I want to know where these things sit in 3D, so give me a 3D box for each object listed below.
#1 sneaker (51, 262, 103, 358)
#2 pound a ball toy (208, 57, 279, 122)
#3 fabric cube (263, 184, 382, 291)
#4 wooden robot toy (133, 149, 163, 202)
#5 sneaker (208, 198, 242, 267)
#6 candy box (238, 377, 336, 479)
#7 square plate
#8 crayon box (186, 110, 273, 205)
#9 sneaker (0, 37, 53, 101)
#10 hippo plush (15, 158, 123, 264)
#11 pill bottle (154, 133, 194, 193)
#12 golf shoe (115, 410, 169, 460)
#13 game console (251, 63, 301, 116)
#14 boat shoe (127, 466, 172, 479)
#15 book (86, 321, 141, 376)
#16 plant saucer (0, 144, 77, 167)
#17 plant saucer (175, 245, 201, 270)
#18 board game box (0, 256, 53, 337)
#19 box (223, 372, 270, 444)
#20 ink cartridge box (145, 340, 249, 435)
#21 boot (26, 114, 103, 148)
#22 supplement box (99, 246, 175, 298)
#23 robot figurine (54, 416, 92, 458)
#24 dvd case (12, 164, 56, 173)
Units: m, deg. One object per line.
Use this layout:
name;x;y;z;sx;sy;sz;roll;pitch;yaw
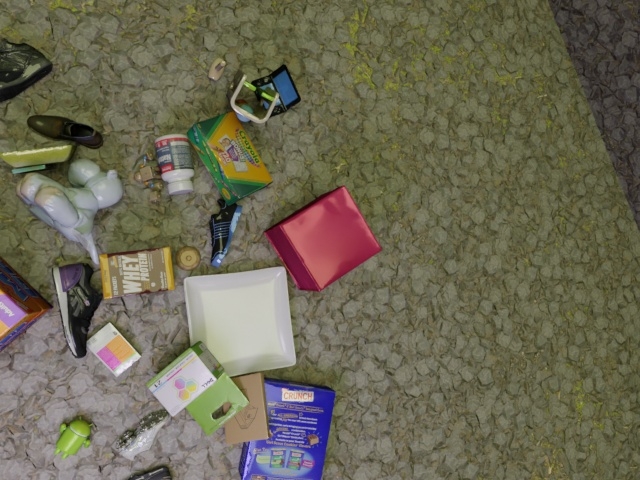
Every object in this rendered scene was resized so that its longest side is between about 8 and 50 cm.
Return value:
sneaker;-0.712;0.206;1.465;0.124;0.107;0.283;-11;86;-26
pound a ball toy;-0.274;-0.487;1.607;0.208;0.319;0.136;25;103;-22
fabric cube;0.000;0.000;1.659;0.258;0.259;0.254;-34;97;-17
wooden robot toy;-0.565;-0.204;1.590;0.079;0.076;0.173;-14;90;15
sneaker;-0.339;-0.028;1.638;0.090;0.081;0.232;21;72;-14
candy box;-0.110;0.636;1.633;0.268;0.122;0.317;14;82;-16
square plate;-0.269;0.276;1.647;0.347;0.049;0.344;-6;86;-20
crayon box;-0.301;-0.277;1.640;0.165;0.081;0.278;-35;97;-42
sneaker;-0.940;-0.511;1.462;0.130;0.087;0.227;46;70;-8
hippo plush;-0.700;-0.138;1.432;0.294;0.234;0.236;35;63;5
pill bottle;-0.469;-0.245;1.591;0.108;0.108;0.180;-11;89;-20
golf shoe;-0.541;0.608;1.523;0.176;0.069;0.086;-34;117;-16
game console;-0.160;-0.531;1.739;0.124;0.085;0.144;-26;94;-20
boat shoe;-0.564;0.755;1.505;0.206;0.075;0.065;-11;46;-15
book;-0.643;0.339;1.518;0.096;0.035;0.144;-41;99;-15
plant saucer;-0.818;-0.246;1.433;0.188;0.188;0.045;-12;104;-20
plant saucer;-0.439;0.059;1.624;0.083;0.015;0.083;2;85;-19
board game box;-0.984;0.177;1.239;0.356;0.356;0.356;-45;101;-18
box;-0.242;0.536;1.563;0.021;0.164;0.201;25;52;-57
ink cartridge box;-0.375;0.473;1.514;0.189;0.097;0.255;-40;88;5
boot;-0.781;-0.347;1.490;0.219;0.106;0.082;13;81;-18
supplement box;-0.553;0.099;1.486;0.194;0.191;0.129;-7;88;-19
robot figurine;-0.730;0.583;1.445;0.101;0.067;0.115;34;74;-2
dvd case;-0.843;-0.211;1.444;0.087;0.119;0.013;-12;102;-13
